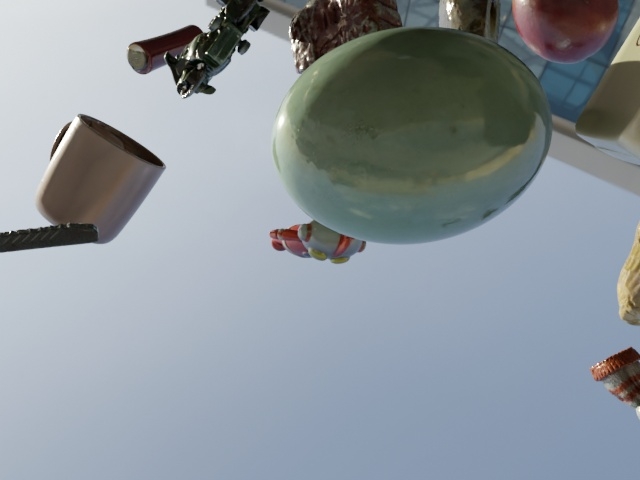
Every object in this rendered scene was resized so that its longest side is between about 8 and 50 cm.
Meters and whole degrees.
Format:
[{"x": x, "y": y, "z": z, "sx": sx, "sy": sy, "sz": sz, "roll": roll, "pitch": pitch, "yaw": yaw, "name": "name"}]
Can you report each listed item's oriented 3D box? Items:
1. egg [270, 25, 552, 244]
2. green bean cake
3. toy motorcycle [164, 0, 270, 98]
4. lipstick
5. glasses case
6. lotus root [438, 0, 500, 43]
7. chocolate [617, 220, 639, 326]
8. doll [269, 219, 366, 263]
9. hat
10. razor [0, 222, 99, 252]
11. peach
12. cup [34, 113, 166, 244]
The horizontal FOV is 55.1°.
[{"x": 0.124, "y": -0.133, "z": 0.798, "sx": 0.389, "sy": 0.276, "sz": 0.276, "roll": -10, "pitch": -128, "yaw": -22, "name": "egg"}, {"x": 0.043, "y": -0.391, "z": 1.171, "sx": 0.097, "sy": 0.233, "sz": 0.198, "roll": 3, "pitch": -106, "yaw": -46, "name": "green bean cake"}, {"x": -0.212, "y": -0.400, "z": 1.245, "sx": 0.274, "sy": 0.125, "sz": 0.187, "roll": -55, "pitch": -151, "yaw": -2, "name": "toy motorcycle"}, {"x": -0.381, "y": -0.482, "z": 1.541, "sx": 0.080, "sy": 0.080, "sz": 0.241, "roll": 25, "pitch": -144, "yaw": 14, "name": "lipstick"}, {"x": 0.397, "y": -0.230, "z": 0.642, "sx": 0.070, "sy": 0.312, "sz": 0.131, "roll": 26, "pitch": -166, "yaw": -7, "name": "glasses case"}, {"x": 0.394, "y": -0.607, "z": 1.657, "sx": 0.210, "sy": 0.313, "sz": 0.142, "roll": -1, "pitch": -170, "yaw": 43, "name": "lotus root"}, {"x": 0.736, "y": 0.047, "z": 1.333, "sx": 0.134, "sy": 0.134, "sz": 0.309, "roll": 25, "pitch": -106, "yaw": 14, "name": "chocolate"}, {"x": 0.000, "y": 0.000, "z": 1.052, "sx": 0.142, "sy": 0.245, "sz": 0.076, "roll": 12, "pitch": -96, "yaw": -27, "name": "doll"}, {"x": 0.670, "y": 0.320, "z": 1.320, "sx": 0.094, "sy": 0.112, "sz": 0.162, "roll": 11, "pitch": -137, "yaw": -52, "name": "hat"}, {"x": -0.311, "y": 0.000, "z": 0.583, "sx": 0.190, "sy": 0.033, "sz": 0.066, "roll": -3, "pitch": -154, "yaw": -21, "name": "razor"}, {"x": 0.535, "y": -0.507, "z": 1.364, "sx": 0.200, "sy": 0.243, "sz": 0.243, "roll": -31, "pitch": -122, "yaw": -7, "name": "peach"}, {"x": -0.463, "y": -0.131, "z": 1.227, "sx": 0.253, "sy": 0.191, "sz": 0.200, "roll": 38, "pitch": -82, "yaw": 27, "name": "cup"}]
